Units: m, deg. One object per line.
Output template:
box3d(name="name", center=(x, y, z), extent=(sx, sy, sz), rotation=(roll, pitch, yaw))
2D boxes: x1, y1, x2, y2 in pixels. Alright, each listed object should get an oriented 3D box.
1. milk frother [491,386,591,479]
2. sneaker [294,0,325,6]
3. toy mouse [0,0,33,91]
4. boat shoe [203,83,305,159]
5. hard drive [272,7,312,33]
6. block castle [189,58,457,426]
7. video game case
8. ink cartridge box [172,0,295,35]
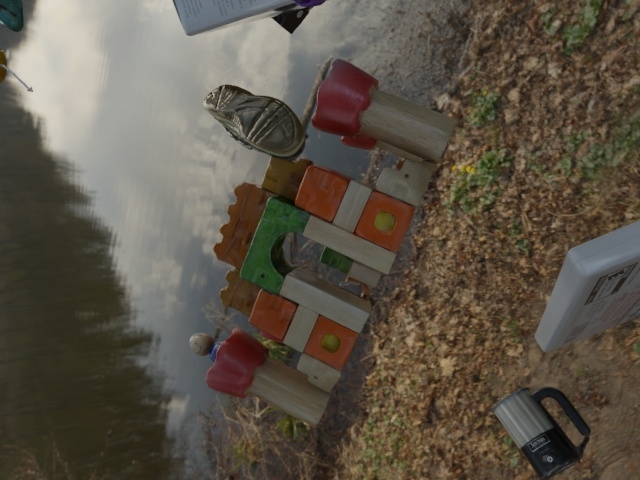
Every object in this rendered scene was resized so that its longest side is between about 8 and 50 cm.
box3d(name="milk frother", center=(0.410, 0.348, 0.804), extent=(0.129, 0.143, 0.134), rotation=(-30, 51, 1))
box3d(name="sneaker", center=(0.024, -0.137, 0.100), extent=(0.170, 0.071, 0.068), rotation=(-42, 38, 39))
box3d(name="toy mouse", center=(-0.364, -0.241, 0.459), extent=(0.161, 0.031, 0.142), rotation=(15, 101, 20))
box3d(name="boat shoe", center=(-0.065, -0.124, 0.471), extent=(0.056, 0.049, 0.152), rotation=(-46, 56, -6))
box3d(name="hard drive", center=(-0.017, -0.593, 0.844), extent=(0.339, 0.237, 0.064), rotation=(-45, 78, 20))
box3d(name="block castle", center=(0.000, 0.000, 0.645), extent=(0.213, 0.303, 0.452), rotation=(25, 102, 8))
box3d(name="video game case", center=(0.425, 0.031, 0.531), extent=(0.300, 0.329, 0.036), rotation=(-24, 58, 7))
box3d(name="ink cartridge box", center=(0.034, -0.352, 0.561), extent=(0.331, 0.324, 0.071), rotation=(-5, 118, 24))
